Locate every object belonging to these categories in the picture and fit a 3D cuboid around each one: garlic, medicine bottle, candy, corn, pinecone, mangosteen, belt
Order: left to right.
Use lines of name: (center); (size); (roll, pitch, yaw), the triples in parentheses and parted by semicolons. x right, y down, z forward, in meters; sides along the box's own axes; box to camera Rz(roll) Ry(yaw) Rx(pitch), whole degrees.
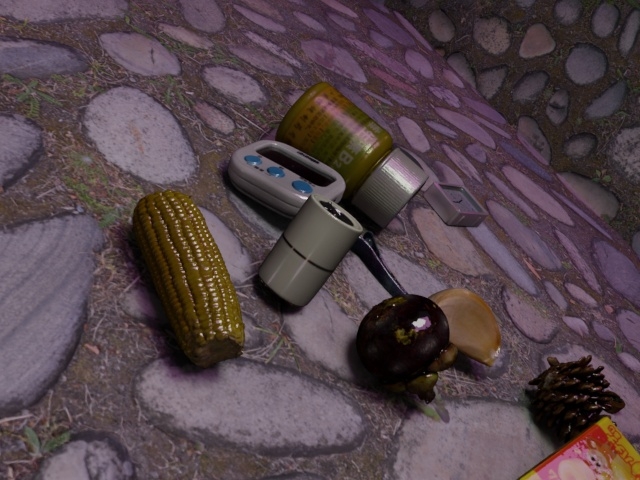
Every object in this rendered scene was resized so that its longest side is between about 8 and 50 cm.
corn: (-0.226, 0.059, 1.048); (0.131, 0.131, 0.344); (5, 46, -42)
medicine bottle: (0.084, -0.223, 1.634); (0.384, 0.224, 0.224); (41, 31, 4)
mangosteen: (0.176, 0.216, 1.204); (0.217, 0.192, 0.192); (58, 31, -6)
garlic: (0.305, 0.189, 1.377); (0.245, 0.145, 0.164); (28, 27, -31)
pinecone: (0.579, 0.375, 1.399); (0.169, 0.185, 0.212); (8, 58, -3)
candy: (0.502, 0.472, 1.185); (0.276, 0.088, 0.146); (-22, 63, -30)
belt: (0.793, 0.438, 1.664); (0.083, 0.036, 0.059); (15, 37, -34)

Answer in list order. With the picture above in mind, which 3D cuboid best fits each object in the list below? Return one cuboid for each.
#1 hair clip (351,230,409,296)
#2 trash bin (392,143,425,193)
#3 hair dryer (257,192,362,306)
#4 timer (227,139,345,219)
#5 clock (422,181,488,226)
hair clip: (0.168, 0.094, 1.486); (0.083, 0.048, 0.275); (-12, 61, -53)
trash bin: (0.209, -0.203, 1.859); (0.236, 0.101, 0.176); (-17, 62, -50)
hair dryer: (0.000, 0.000, 1.325); (0.128, 0.203, 0.362); (36, 14, 3)
timer: (-0.080, -0.144, 1.465); (0.262, 0.087, 0.237); (30, 29, 13)
clock: (0.450, -0.118, 2.019); (0.197, 0.063, 0.150); (1, 46, -45)
